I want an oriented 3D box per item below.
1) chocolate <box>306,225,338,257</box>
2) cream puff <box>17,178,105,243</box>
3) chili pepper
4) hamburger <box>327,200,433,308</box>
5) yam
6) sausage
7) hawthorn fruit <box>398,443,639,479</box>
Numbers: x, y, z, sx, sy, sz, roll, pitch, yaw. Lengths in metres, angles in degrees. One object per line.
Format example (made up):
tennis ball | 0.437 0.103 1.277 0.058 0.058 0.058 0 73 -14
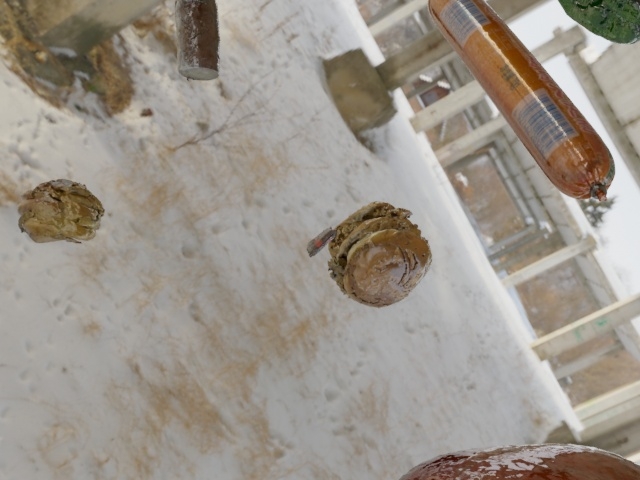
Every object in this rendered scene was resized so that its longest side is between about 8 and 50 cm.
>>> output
chocolate | 0.000 0.000 1.390 0.028 0.086 0.182 47 2 -3
cream puff | -0.399 -0.044 0.995 0.133 0.120 0.104 -22 104 -73
chili pepper | 0.448 -0.417 1.066 0.084 0.099 0.253 -23 66 -39
hamburger | 0.135 0.044 1.579 0.211 0.261 0.244 -121 -148 -59
yam | -0.212 -0.350 1.101 0.079 0.079 0.141 17 68 -74
sausage | 0.172 -0.156 0.593 0.053 0.053 0.347 49 17 -47
hawthorn fruit | 0.159 0.319 0.583 0.285 0.369 0.284 7 90 -82
